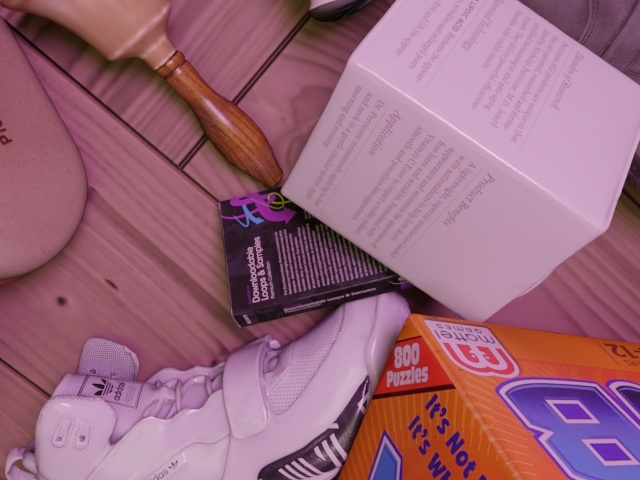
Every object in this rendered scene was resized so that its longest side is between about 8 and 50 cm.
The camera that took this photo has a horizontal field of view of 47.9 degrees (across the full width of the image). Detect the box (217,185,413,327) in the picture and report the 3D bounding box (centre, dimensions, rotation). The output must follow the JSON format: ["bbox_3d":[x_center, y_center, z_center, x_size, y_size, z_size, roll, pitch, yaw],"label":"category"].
[{"bbox_3d":[0.000,0.000,0.597,0.162,0.116,0.029,-12,146,2],"label":"box"}]

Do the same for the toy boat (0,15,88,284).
[{"bbox_3d":[-0.300,-0.070,0.572,0.151,0.151,0.231,-17,105,35],"label":"toy boat"}]

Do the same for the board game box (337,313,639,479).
[{"bbox_3d":[0.214,0.310,0.479,0.356,0.357,0.357,10,114,-22],"label":"board game box"}]

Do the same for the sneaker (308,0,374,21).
[{"bbox_3d":[0.083,-0.288,0.505,0.297,0.111,0.129,-40,100,-5],"label":"sneaker"}]

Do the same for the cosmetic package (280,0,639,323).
[{"bbox_3d":[0.100,-0.068,0.514,0.183,0.151,0.151,35,145,-1],"label":"cosmetic package"}]

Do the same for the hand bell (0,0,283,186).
[{"bbox_3d":[-0.115,-0.132,0.574,0.126,0.126,0.242,-38,114,8],"label":"hand bell"}]

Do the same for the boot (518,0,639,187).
[{"bbox_3d":[0.281,-0.148,0.497,0.338,0.118,0.223,32,144,-10],"label":"boot"}]

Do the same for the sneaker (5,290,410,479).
[{"bbox_3d":[-0.102,0.140,0.611,0.210,0.137,0.366,39,104,-13],"label":"sneaker"}]
